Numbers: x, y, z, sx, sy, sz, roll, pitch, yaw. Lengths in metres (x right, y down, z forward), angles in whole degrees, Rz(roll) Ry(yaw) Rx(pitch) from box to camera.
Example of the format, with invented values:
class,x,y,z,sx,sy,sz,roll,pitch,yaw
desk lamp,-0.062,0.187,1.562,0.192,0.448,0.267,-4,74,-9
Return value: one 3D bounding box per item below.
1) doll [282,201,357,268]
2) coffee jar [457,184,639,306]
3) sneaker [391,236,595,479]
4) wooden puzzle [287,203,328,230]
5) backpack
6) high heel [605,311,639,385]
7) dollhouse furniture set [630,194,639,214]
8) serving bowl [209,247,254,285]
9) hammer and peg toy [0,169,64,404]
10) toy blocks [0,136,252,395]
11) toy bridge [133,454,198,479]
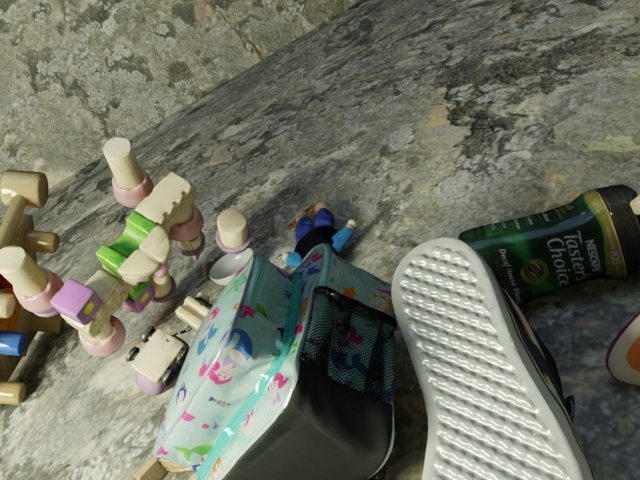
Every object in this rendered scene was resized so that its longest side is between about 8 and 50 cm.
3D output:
class,x,y,z,sx,sy,sz,roll,pitch,yaw
doll,0.000,0.000,0.906,0.129,0.046,0.189,-24,28,9
coffee jar,0.248,0.010,0.616,0.184,0.096,0.079,-20,10,16
sneaker,0.145,0.156,0.461,0.126,0.127,0.321,-21,53,24
wooden puzzle,-0.021,-0.043,1.037,0.083,0.006,0.049,-40,30,-20
backpack,-0.030,0.124,0.557,0.225,0.191,0.254,-55,5,31
high heel,0.361,0.049,0.510,0.244,0.082,0.117,-39,-12,13
dollhouse furniture set,0.370,-0.024,0.538,0.114,0.091,0.081,-17,-9,-30
serving bowl,-0.144,0.048,0.972,0.083,0.027,0.083,-21,29,12
hammer and peg toy,-0.525,0.077,0.935,0.127,0.362,0.266,8,31,-6
toy blocks,-0.263,0.065,0.901,0.308,0.260,0.289,29,64,12
toy bridge,-0.130,0.261,0.612,0.188,0.026,0.063,6,41,47
